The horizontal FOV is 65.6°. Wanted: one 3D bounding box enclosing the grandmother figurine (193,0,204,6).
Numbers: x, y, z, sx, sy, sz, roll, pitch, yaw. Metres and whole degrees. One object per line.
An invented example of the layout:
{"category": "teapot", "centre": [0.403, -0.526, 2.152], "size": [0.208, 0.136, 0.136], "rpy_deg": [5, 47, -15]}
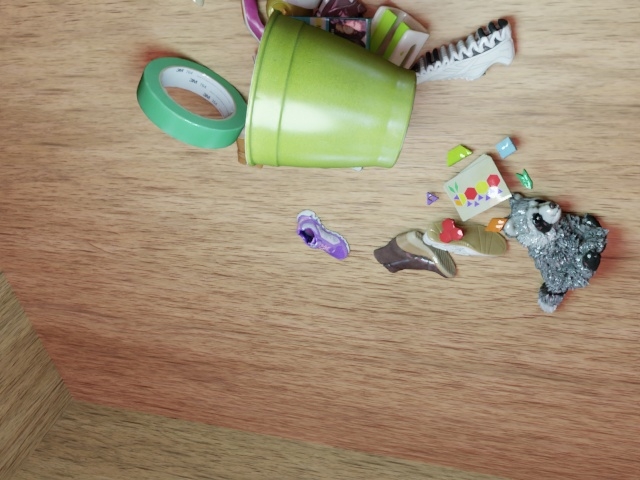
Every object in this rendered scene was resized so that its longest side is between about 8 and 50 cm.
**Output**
{"category": "grandmother figurine", "centre": [-0.242, -0.778, 1.295], "size": [0.342, 0.208, 0.104], "rpy_deg": [-38, 63, 25]}

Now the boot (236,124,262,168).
{"category": "boot", "centre": [-0.191, -0.305, 1.661], "size": [0.197, 0.073, 0.152], "rpy_deg": [23, 128, 16]}

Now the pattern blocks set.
{"category": "pattern blocks set", "centre": [0.470, -0.154, 1.504], "size": [0.325, 0.026, 0.285], "rpy_deg": [-22, 84, 40]}

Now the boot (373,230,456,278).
{"category": "boot", "centre": [0.337, 0.074, 1.776], "size": [0.248, 0.090, 0.207], "rpy_deg": [40, 138, -15]}

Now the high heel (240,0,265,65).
{"category": "high heel", "centre": [-0.156, -0.619, 1.437], "size": [0.117, 0.082, 0.244], "rpy_deg": [-15, 109, -7]}

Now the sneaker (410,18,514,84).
{"category": "sneaker", "centre": [0.378, -0.478, 1.346], "size": [0.292, 0.110, 0.118], "rpy_deg": [-16, 128, 27]}

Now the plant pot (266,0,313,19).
{"category": "plant pot", "centre": [-0.097, -0.638, 1.376], "size": [0.134, 0.095, 0.134], "rpy_deg": [8, 126, 11]}

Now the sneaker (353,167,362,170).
{"category": "sneaker", "centre": [0.081, -0.268, 1.609], "size": [0.135, 0.058, 0.052], "rpy_deg": [41, 126, -14]}

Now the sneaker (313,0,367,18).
{"category": "sneaker", "centre": [0.032, -0.551, 1.396], "size": [0.162, 0.106, 0.281], "rpy_deg": [30, 127, -9]}

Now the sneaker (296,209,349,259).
{"category": "sneaker", "centre": [0.000, 0.000, 1.795], "size": [0.236, 0.104, 0.095], "rpy_deg": [40, 125, -14]}

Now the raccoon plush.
{"category": "raccoon plush", "centre": [0.680, 0.056, 1.576], "size": [0.299, 0.216, 0.446], "rpy_deg": [20, 128, 12]}

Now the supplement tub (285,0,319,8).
{"category": "supplement tub", "centre": [-0.033, -0.756, 1.176], "size": [0.235, 0.235, 0.325], "rpy_deg": [27, 125, -3]}

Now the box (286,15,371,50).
{"category": "box", "centre": [0.008, -0.536, 1.309], "size": [0.244, 0.060, 0.100], "rpy_deg": [7, 118, 13]}

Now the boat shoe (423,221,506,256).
{"category": "boat shoe", "centre": [0.480, 0.001, 1.664], "size": [0.277, 0.098, 0.096], "rpy_deg": [13, 161, -4]}

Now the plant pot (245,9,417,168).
{"category": "plant pot", "centre": [0.035, -0.326, 1.206], "size": [0.353, 0.366, 0.366], "rpy_deg": [12, 127, -1]}

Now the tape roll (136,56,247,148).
{"category": "tape roll", "centre": [-0.375, -0.412, 1.480], "size": [0.321, 0.321, 0.077], "rpy_deg": [35, 127, -9]}

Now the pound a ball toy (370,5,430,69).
{"category": "pound a ball toy", "centre": [0.187, -0.443, 1.382], "size": [0.208, 0.136, 0.319], "rpy_deg": [52, 132, 24]}
